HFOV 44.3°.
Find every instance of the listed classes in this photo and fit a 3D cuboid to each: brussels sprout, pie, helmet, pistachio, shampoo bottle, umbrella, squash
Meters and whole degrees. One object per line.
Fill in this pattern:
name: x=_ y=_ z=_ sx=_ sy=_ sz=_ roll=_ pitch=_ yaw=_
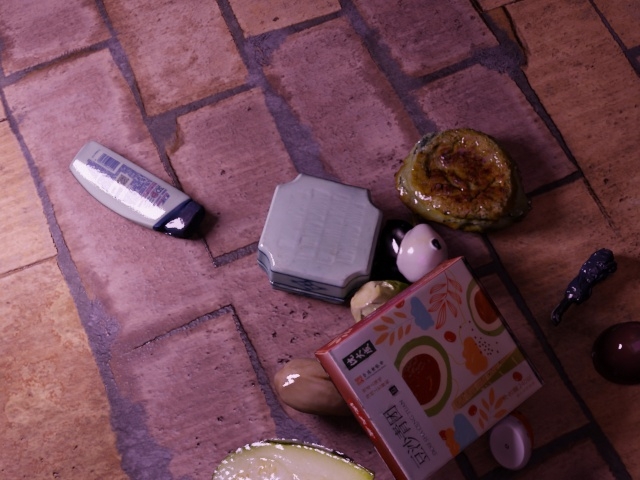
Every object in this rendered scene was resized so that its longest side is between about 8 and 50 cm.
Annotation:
brussels sprout: x=0.162 y=0.170 z=1.864 sx=0.162 sy=0.180 sz=0.143 roll=-33 pitch=28 yaw=5
pie: x=0.373 y=-0.152 z=2.037 sx=0.355 sy=0.103 sz=0.288 roll=5 pitch=59 yaw=0
helmet: x=0.739 y=0.257 z=1.867 sx=0.175 sy=0.106 sz=0.155 roll=-16 pitch=67 yaw=-4
pistachio: x=0.004 y=0.339 z=1.795 sx=0.226 sy=0.136 sz=0.135 roll=14 pitch=66 yaw=-6
shampoo bottle: x=-0.475 y=-0.118 z=2.015 sx=0.360 sy=0.078 sz=0.134 roll=30 pitch=72 yaw=11
umbrella: x=0.647 y=0.112 z=1.947 sx=0.248 sy=0.071 sz=0.071 roll=-41 pitch=73 yaw=-18
squash: x=-0.078 y=0.533 z=1.670 sx=0.309 sy=0.210 sz=0.233 roll=27 pitch=56 yaw=5

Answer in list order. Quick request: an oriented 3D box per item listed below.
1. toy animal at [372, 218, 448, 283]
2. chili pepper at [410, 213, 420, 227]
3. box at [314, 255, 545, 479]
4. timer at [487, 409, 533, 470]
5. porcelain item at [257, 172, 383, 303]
toy animal: x=0.222 y=0.039 z=1.903 sx=0.179 sy=0.165 sz=0.138 roll=12 pitch=22 yaw=33
chili pepper: x=0.248 y=0.018 z=1.992 sx=0.043 sy=0.049 sz=0.208 roll=9 pitch=56 yaw=-43
box: x=0.243 y=0.282 z=1.734 sx=0.385 sy=0.122 sz=0.344 roll=-33 pitch=92 yaw=-17
timer: x=0.435 y=0.442 z=1.777 sx=0.099 sy=0.136 sz=0.136 roll=0 pitch=62 yaw=32
porcelain item: x=0.000 y=0.000 z=1.931 sx=0.282 sy=0.157 sz=0.285 roll=13 pitch=66 yaw=2
